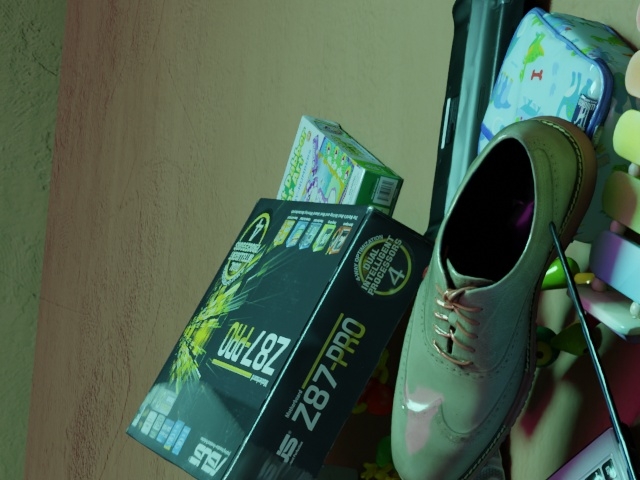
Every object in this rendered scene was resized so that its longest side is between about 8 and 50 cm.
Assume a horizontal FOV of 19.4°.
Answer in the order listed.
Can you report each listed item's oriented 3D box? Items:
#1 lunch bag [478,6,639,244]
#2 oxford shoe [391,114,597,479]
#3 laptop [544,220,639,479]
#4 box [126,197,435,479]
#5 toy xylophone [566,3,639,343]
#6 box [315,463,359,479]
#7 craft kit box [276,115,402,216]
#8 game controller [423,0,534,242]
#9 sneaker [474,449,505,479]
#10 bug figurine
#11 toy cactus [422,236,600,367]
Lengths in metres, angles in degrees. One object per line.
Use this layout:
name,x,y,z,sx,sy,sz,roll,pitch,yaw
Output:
lunch bag,0.224,-0.102,1.698,0.219,0.090,0.176,-118,42,-60
oxford shoe,0.120,0.057,1.579,0.123,0.130,0.348,21,101,26
laptop,0.164,0.281,1.419,0.408,0.236,0.382,-45,35,30
box,-0.051,0.113,1.976,0.318,0.097,0.395,-62,18,-6
toy xylophone,0.308,-0.069,1.479,0.236,0.081,0.322,-159,81,-68
box,-0.014,0.306,2.047,0.087,0.102,0.101,-55,31,41
craft kit box,0.000,0.000,2.244,0.246,0.061,0.250,-132,57,-67
game controller,0.163,-0.127,1.919,0.166,0.067,0.319,137,143,-78
sneaker,0.115,0.154,1.804,0.115,0.105,0.281,152,127,-62
bug figurine,0.016,0.248,1.933,0.279,0.072,0.216,-51,42,-7
toy cactus,0.164,0.075,1.697,0.219,0.112,0.180,30,115,38
